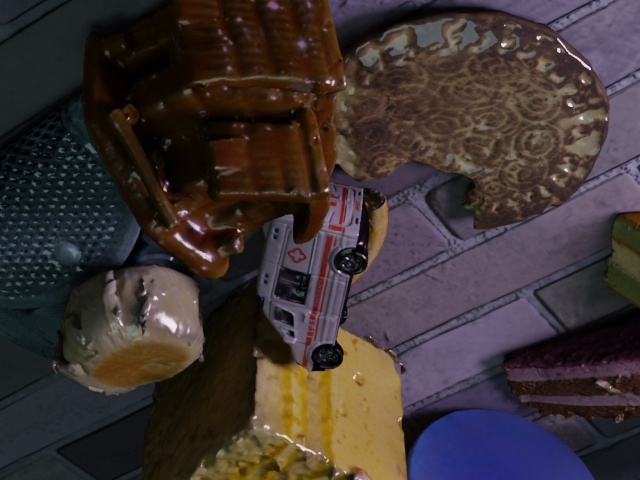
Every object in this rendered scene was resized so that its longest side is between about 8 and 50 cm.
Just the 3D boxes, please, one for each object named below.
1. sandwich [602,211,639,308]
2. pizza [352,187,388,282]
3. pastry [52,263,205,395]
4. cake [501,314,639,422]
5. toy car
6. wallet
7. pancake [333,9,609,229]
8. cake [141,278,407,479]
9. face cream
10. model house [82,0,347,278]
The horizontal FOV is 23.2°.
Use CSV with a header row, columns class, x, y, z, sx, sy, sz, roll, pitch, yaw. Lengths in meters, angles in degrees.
class,x,y,z,sx,sy,sz,roll,pitch,yaw
sandwich,0.426,0.009,1.675,0.187,0.144,0.117,-27,142,-26
pizza,0.000,0.000,1.635,0.131,0.041,0.178,32,127,-27
pastry,-0.193,0.093,1.603,0.165,0.088,0.166,-10,148,-6
cake,0.352,0.139,1.768,0.295,0.113,0.116,-11,134,28
toy car,-0.015,0.039,1.581,0.108,0.089,0.210,8,128,-4
wallet,-0.256,-0.005,1.604,0.342,0.075,0.237,-31,126,27
pancake,0.139,-0.113,1.532,0.288,0.033,0.286,-9,136,8
cake,-0.025,0.228,1.734,0.286,0.227,0.222,30,129,-25
face cream,0.185,0.362,1.858,0.249,0.249,0.225,12,133,-13
model house,-0.074,-0.116,1.417,0.229,0.199,0.219,-28,142,30
